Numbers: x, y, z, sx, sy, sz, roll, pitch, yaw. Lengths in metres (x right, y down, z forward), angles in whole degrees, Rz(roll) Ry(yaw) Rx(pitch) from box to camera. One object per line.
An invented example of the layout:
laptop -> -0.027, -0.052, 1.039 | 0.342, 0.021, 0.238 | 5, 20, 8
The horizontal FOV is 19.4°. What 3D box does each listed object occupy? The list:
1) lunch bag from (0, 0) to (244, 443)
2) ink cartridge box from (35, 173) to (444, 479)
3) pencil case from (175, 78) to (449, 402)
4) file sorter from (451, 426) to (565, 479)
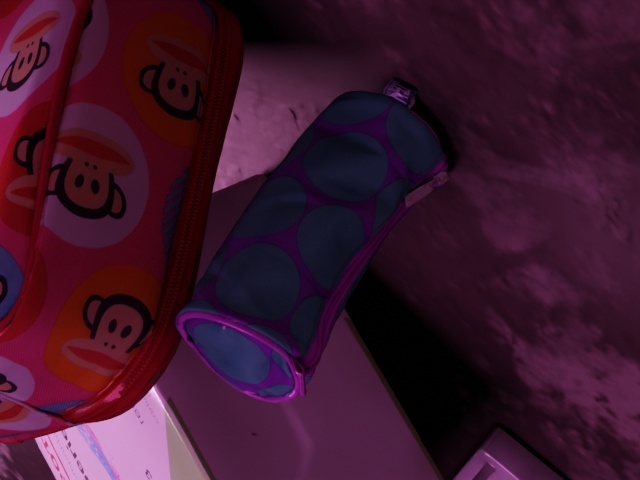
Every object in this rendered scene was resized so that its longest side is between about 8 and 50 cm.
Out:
lunch bag -> -0.170, -0.032, 0.931 | 0.120, 0.258, 0.293 | 26, 153, -35
ink cartridge box -> -0.074, 0.129, 1.109 | 0.207, 0.119, 0.353 | 60, 156, 11
pencil case -> 0.000, 0.000, 0.836 | 0.070, 0.151, 0.064 | 19, 147, 24
file sorter -> 0.134, 0.283, 1.051 | 0.278, 0.173, 0.193 | 39, 154, 7
